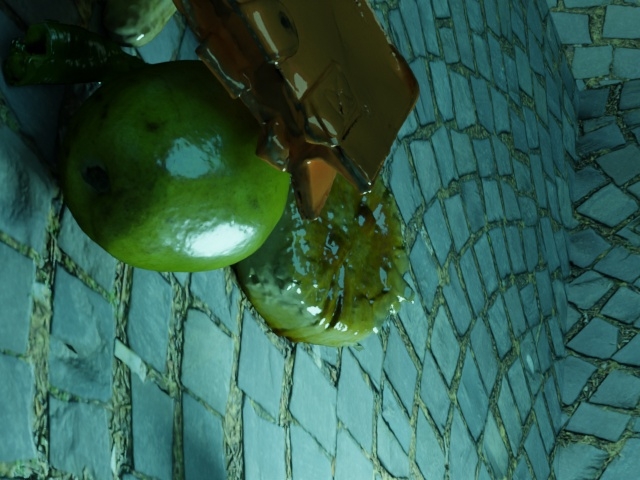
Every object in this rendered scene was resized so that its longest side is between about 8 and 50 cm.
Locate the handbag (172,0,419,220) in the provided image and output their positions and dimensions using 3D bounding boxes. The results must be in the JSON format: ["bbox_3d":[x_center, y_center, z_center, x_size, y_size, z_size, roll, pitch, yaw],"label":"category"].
[{"bbox_3d":[-0.048,-0.261,1.693,0.410,0.116,0.303,57,27,-18],"label":"handbag"}]

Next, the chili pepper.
[{"bbox_3d":[-0.254,-0.216,1.800,0.085,0.076,0.359,-60,160,16],"label":"chili pepper"}]

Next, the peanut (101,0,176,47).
[{"bbox_3d":[-0.201,-0.332,1.900,0.214,0.099,0.099,-45,132,-16],"label":"peanut"}]

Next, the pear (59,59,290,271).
[{"bbox_3d":[-0.169,-0.082,1.724,0.307,0.253,0.252,-20,99,-57],"label":"pear"}]

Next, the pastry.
[{"bbox_3d":[0.000,0.000,2.174,0.330,0.136,0.329,14,71,-49],"label":"pastry"}]
